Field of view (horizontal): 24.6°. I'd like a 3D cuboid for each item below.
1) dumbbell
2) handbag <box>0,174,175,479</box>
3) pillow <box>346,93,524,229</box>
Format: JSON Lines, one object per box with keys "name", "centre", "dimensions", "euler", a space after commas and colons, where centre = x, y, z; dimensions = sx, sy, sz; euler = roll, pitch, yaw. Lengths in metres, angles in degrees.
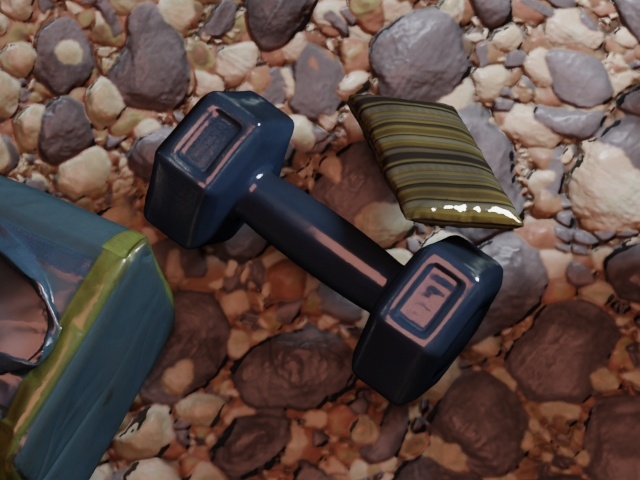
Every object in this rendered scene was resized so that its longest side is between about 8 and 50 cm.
{"name": "dumbbell", "centre": [0.000, 0.000, 1.300], "dimensions": [0.316, 0.156, 0.144], "euler": [36, 107, 14]}
{"name": "handbag", "centre": [-0.283, 0.078, 1.253], "dimensions": [0.241, 0.222, 0.263], "euler": [24, 74, 16]}
{"name": "pillow", "centre": [0.099, -0.071, 1.310], "dimensions": [0.113, 0.038, 0.203], "euler": [3, 34, -17]}
